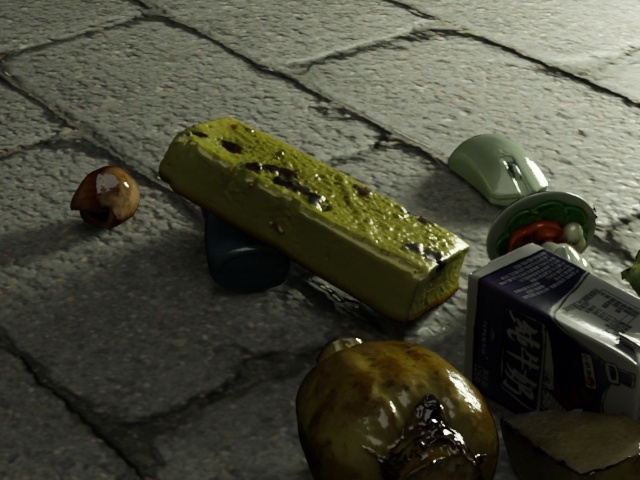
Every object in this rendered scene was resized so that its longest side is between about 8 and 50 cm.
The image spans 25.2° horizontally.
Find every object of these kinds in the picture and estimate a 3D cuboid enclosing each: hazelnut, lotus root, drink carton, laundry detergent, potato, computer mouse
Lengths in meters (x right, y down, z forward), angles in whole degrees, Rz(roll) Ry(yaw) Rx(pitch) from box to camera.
[{"bbox_3d":[-0.268,-0.052,1.779,0.086,0.086,0.086,-1,30,1],"label":"hazelnut"},{"bbox_3d":[0.065,0.172,1.301,0.169,0.141,0.314,-6,21,-13],"label":"lotus root"},{"bbox_3d":[0.252,0.113,1.398,0.102,0.134,0.222,-22,36,-35],"label":"drink carton"},{"bbox_3d":[-0.096,-0.014,1.710,0.097,0.061,0.206,-9,30,-7],"label":"laundry detergent"},{"bbox_3d":[0.241,0.211,1.295,0.101,0.089,0.172,-18,13,-17],"label":"potato"},{"bbox_3d":[0.229,-0.096,1.845,0.089,0.056,0.181,-16,33,-14],"label":"computer mouse"}]

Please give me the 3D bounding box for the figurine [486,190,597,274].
[{"bbox_3d":[0.262,0.036,1.565,0.132,0.132,0.153,-6,43,-8],"label":"figurine"}]

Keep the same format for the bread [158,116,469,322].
[{"bbox_3d":[-0.013,-0.034,1.631,0.361,0.077,0.138,30,29,20],"label":"bread"}]

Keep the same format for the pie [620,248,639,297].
[{"bbox_3d":[0.493,0.059,1.509,0.296,0.078,0.371,-13,28,-41],"label":"pie"}]
